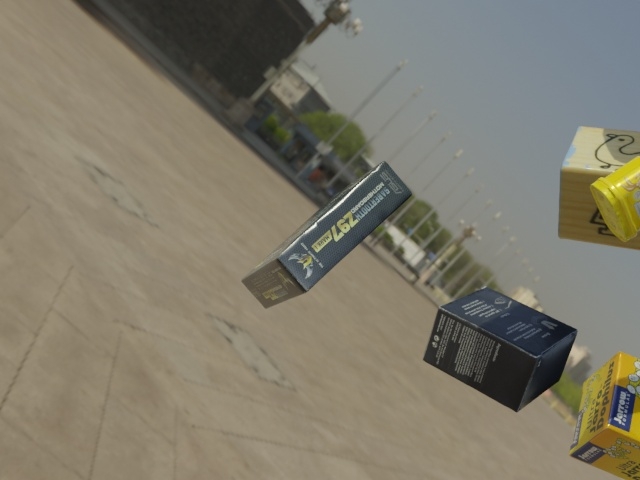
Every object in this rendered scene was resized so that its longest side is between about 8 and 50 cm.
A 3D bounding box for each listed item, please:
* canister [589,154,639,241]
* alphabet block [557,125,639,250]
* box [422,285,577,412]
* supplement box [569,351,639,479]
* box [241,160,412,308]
[{"bbox_3d":[0.577,-0.094,1.481,0.126,0.170,0.073,55,2,-30],"label":"canister"},{"bbox_3d":[0.630,-0.113,1.804,0.197,0.192,0.194,9,-49,25],"label":"alphabet block"},{"bbox_3d":[0.258,0.150,1.206,0.158,0.093,0.156,26,23,31],"label":"box"},{"bbox_3d":[0.756,0.422,1.819,0.356,0.194,0.195,22,-33,3],"label":"supplement box"},{"bbox_3d":[0.000,0.000,1.075,0.059,0.183,0.232,49,-19,-3],"label":"box"}]
